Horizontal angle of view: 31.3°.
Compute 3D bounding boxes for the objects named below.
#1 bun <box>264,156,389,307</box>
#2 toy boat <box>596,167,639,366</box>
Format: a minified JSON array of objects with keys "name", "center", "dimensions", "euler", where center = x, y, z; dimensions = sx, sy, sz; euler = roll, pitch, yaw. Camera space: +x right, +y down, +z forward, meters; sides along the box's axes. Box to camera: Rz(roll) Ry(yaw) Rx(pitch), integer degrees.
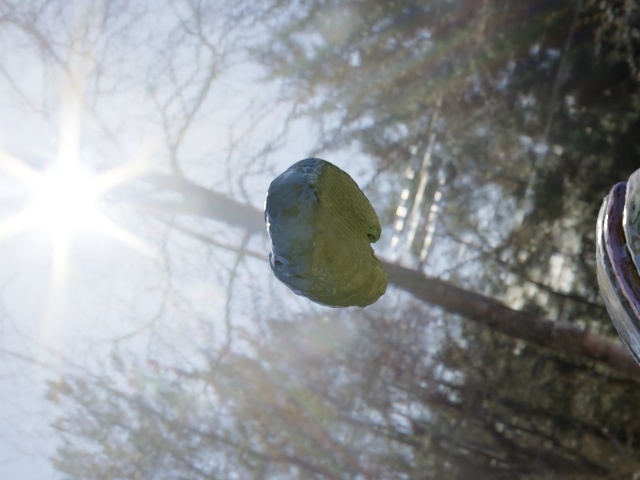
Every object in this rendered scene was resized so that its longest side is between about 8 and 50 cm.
[{"name":"bun","center":[0.000,0.000,1.462],"dimensions":[0.126,0.204,0.212],"euler":[-30,4,20]},{"name":"toy boat","center":[0.214,0.065,0.499],"dimensions":[0.276,0.293,0.111],"euler":[42,-101,-31]}]
